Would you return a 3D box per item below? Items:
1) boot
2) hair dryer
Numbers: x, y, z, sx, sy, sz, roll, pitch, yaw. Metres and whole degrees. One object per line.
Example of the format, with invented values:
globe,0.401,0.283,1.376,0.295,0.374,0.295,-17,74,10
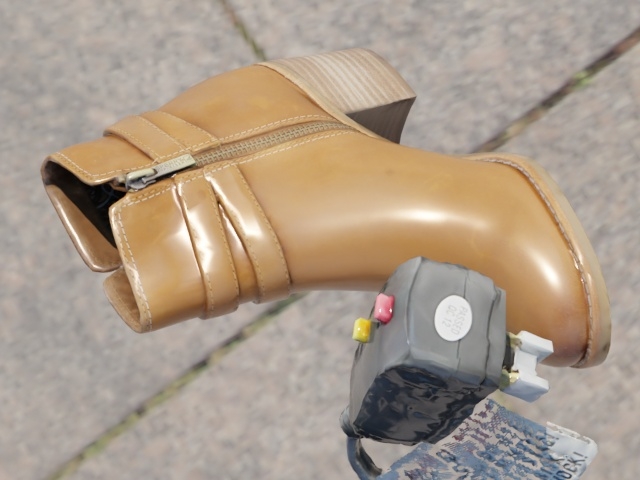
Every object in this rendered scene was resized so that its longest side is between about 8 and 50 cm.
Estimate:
boot,0.000,0.000,1.017,0.283,0.220,0.109,49,144,32
hair dryer,0.031,0.153,0.559,0.223,0.080,0.293,39,134,-5
